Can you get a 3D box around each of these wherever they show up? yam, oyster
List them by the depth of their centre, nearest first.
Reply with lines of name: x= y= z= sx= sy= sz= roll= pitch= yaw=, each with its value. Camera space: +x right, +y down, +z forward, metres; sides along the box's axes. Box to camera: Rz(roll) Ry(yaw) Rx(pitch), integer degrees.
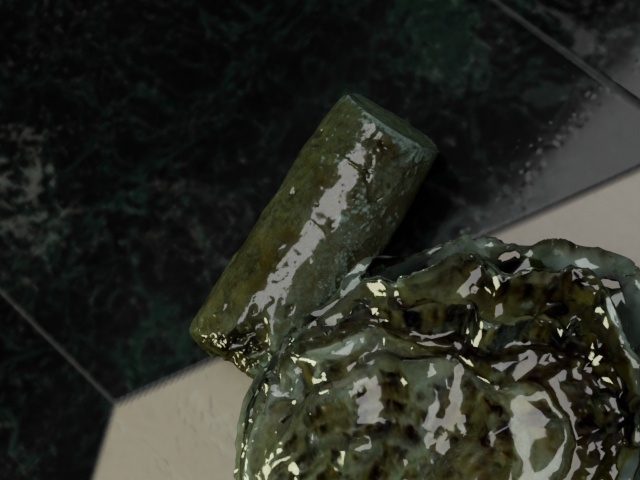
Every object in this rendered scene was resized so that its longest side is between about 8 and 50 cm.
oyster: x=0.053 y=0.106 z=0.767 sx=0.267 sy=0.112 sz=0.199 roll=-21 pitch=75 yaw=28
yam: x=0.000 y=0.000 z=0.848 sx=0.078 sy=0.078 sz=0.179 roll=31 pitch=86 yaw=21
